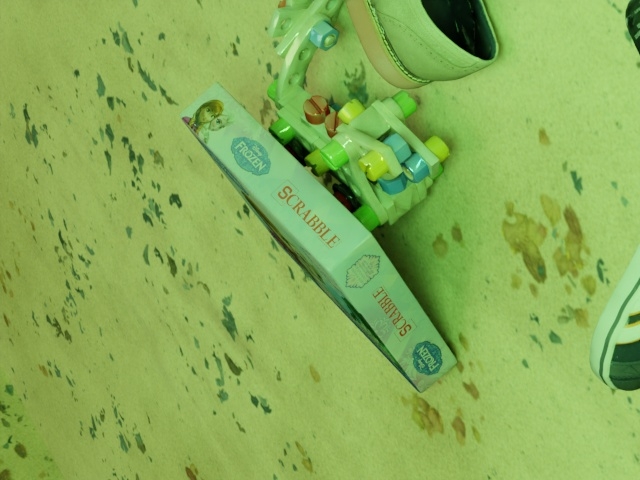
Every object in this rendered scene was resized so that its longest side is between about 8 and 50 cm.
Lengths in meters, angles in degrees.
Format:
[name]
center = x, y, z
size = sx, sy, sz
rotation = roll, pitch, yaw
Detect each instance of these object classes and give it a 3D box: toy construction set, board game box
[toy construction set]
center = 0.022, -0.143, 1.832
size = 0.328, 0.151, 0.215
rotation = 60, 174, 33
[board game box]
center = 0.000, 0.000, 1.880
size = 0.319, 0.066, 0.318
rotation = 45, 175, 38

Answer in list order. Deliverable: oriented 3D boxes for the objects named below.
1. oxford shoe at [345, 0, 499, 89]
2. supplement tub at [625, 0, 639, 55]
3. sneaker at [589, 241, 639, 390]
[oxford shoe]
center = 0.072, -0.343, 1.625
size = 0.146, 0.140, 0.397
rotation = 0, 127, 52
[supplement tub]
center = 0.380, -0.082, 1.224
size = 0.193, 0.193, 0.316
rotation = -33, 79, 60
[sneaker]
center = 0.342, 0.058, 1.440
size = 0.127, 0.126, 0.321
rotation = 44, 148, 25
